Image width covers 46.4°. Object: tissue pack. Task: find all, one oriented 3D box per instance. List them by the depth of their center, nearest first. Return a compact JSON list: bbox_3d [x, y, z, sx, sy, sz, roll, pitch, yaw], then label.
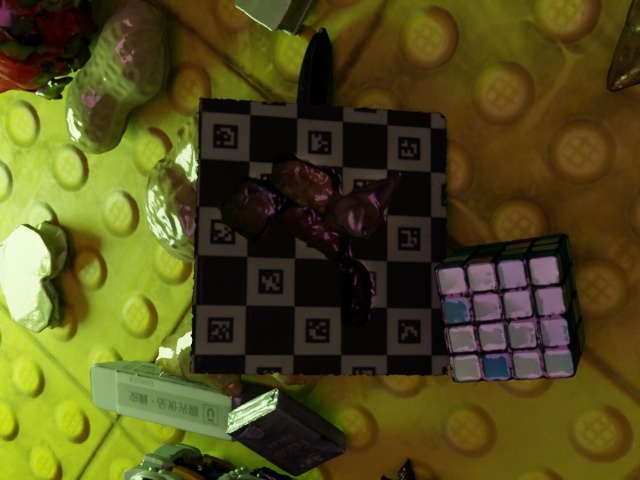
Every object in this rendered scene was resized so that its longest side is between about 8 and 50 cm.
[{"bbox_3d":[-0.051,0.295,1.145,0.112,0.051,0.156,-33,123,29],"label":"tissue pack"}]

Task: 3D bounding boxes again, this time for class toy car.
[{"bbox_3d":[-0.153,0.402,1.184,0.301,0.193,0.118,4,87,23],"label":"toy car"}]

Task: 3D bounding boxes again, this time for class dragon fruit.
[{"bbox_3d":[-0.486,-0.343,1.177,0.302,0.237,0.231,-31,71,49],"label":"dragon fruit"}]

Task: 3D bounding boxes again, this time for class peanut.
[{"bbox_3d":[-0.190,-0.088,1.137,0.233,0.110,0.197,-52,50,19],"label":"peanut"},{"bbox_3d":[-0.319,-0.249,1.185,0.125,0.111,0.275,37,116,-2],"label":"peanut"}]

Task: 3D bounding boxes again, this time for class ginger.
[{"bbox_3d":[-0.095,0.131,1.155,0.236,0.166,0.375,35,129,0],"label":"ginger"}]

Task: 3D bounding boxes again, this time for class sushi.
[{"bbox_3d":[0.000,0.000,1.003,0.342,0.064,0.360,2,83,-13],"label":"sushi"}]

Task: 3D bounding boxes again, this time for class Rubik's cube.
[{"bbox_3d":[0.247,0.085,0.962,0.154,0.151,0.155,-9,95,24],"label":"Rubik's cube"}]

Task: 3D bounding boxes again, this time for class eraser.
[{"bbox_3d":[-0.235,0.268,1.261,0.351,0.061,0.089,6,102,24],"label":"eraser"}]

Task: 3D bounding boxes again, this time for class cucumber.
[{"bbox_3d":[-0.018,-0.161,1.066,0.056,0.056,0.285,10,88,23],"label":"cucumber"}]

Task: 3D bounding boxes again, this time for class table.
[{"bbox_3d":[-0.061,-0.337,1.061,0.079,0.083,0.062,37,111,15],"label":"table"}]

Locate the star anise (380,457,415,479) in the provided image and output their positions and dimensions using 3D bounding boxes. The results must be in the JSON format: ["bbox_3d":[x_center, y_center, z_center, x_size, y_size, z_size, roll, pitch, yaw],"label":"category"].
[{"bbox_3d":[0.095,0.405,1.134,0.190,0.070,0.097,-28,90,28],"label":"star anise"}]

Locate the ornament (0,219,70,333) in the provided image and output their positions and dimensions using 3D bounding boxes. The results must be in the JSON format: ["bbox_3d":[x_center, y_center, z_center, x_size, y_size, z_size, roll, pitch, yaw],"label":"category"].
[{"bbox_3d":[-0.542,0.056,1.366,0.180,0.059,0.201,21,109,23],"label":"ornament"}]

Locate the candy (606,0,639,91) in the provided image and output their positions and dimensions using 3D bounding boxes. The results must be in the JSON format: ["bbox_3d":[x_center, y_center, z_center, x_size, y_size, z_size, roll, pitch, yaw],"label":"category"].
[{"bbox_3d":[0.476,-0.215,0.836,0.271,0.101,0.143,14,111,16],"label":"candy"}]
